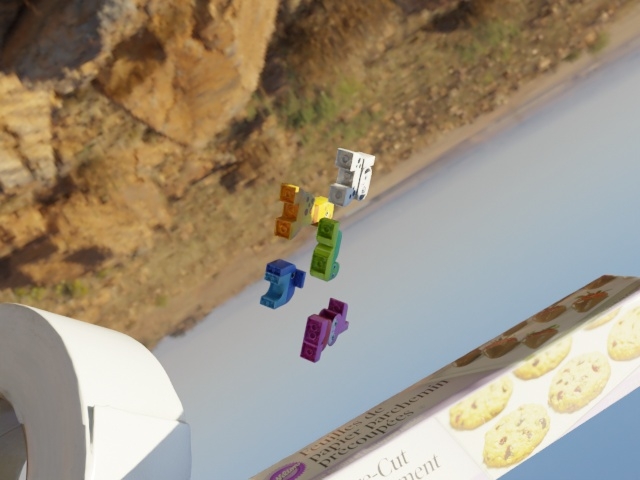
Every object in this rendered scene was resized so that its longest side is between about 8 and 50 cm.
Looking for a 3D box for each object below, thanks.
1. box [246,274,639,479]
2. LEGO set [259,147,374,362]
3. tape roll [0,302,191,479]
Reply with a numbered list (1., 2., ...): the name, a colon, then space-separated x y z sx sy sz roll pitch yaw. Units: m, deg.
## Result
1. box: 0.106 0.116 0.644 0.324 0.067 0.063 -25 -169 -23
2. LEGO set: 0.000 0.000 1.028 0.093 0.087 0.227 -22 128 -59
3. tape roll: -0.232 0.194 0.742 0.286 0.286 0.100 -31 145 27
